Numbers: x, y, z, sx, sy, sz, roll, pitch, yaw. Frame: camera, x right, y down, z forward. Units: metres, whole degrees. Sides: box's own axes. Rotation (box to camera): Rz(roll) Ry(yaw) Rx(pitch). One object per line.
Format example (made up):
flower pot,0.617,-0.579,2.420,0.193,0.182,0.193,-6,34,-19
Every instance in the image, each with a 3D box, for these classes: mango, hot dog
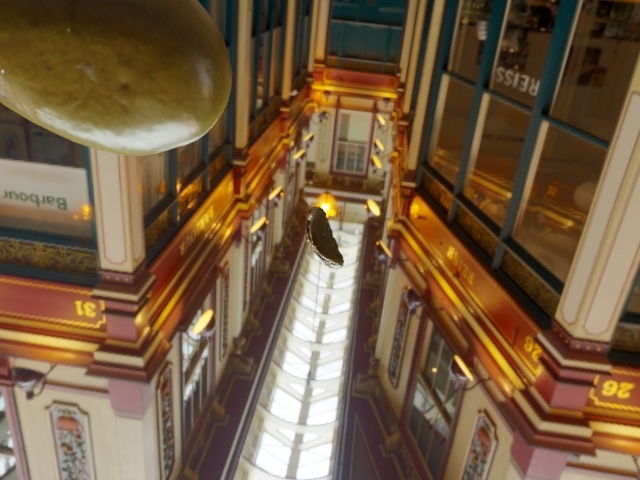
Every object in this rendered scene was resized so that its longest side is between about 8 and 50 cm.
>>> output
mango,-0.159,-0.133,0.388,0.195,0.137,0.098,22,-141,-19
hot dog,0.000,0.000,0.734,0.034,0.090,0.030,-23,-175,-26
